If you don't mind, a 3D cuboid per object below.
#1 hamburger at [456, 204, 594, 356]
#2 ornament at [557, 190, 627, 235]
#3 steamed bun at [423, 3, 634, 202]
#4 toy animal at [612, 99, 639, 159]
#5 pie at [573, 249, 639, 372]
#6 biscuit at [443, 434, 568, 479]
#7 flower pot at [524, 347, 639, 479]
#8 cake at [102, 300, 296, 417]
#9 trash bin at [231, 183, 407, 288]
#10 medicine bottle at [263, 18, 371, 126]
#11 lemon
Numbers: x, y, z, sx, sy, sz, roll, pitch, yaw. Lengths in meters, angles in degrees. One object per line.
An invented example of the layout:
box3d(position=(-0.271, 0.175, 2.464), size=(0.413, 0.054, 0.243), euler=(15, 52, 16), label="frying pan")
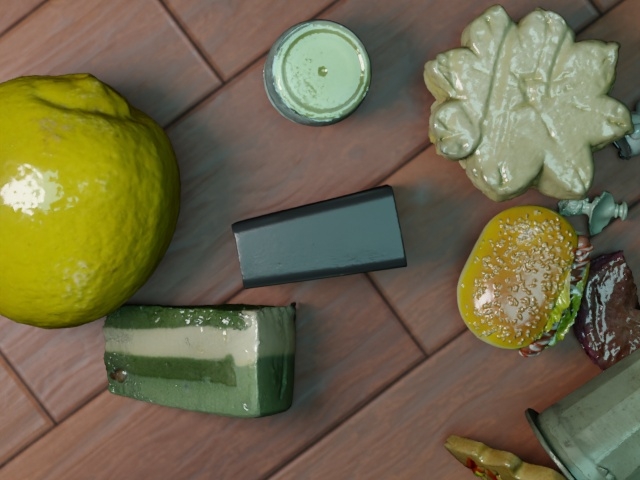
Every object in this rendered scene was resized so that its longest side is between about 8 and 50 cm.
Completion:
box3d(position=(0.292, 0.055, 1.796), size=(0.173, 0.116, 0.210), euler=(26, 92, 1), label="hamburger")
box3d(position=(0.399, -0.044, 1.830), size=(0.092, 0.041, 0.068), euler=(29, 115, -13), label="ornament")
box3d(position=(0.291, -0.184, 1.778), size=(0.295, 0.137, 0.292), euler=(-39, 88, -7), label="steamed bun")
box3d(position=(0.474, -0.177, 1.811), size=(0.124, 0.085, 0.071), euler=(-33, 75, -5), label="toy animal")
box3d(position=(0.476, 0.110, 1.832), size=(0.218, 0.054, 0.204), euler=(-12, 92, 0), label="pie")
box3d(position=(0.278, 0.343, 1.786), size=(0.238, 0.212, 0.041), euler=(24, 73, 24), label="biscuit")
box3d(position=(0.428, 0.264, 1.747), size=(0.202, 0.212, 0.212), euler=(-37, 93, 10), label="flower pot")
box3d(position=(-0.178, 0.163, 1.771), size=(0.283, 0.172, 0.158), euler=(2, 90, 1), label="cake")
box3d(position=(0.000, 0.000, 1.768), size=(0.225, 0.165, 0.115), euler=(-12, 93, 2), label="trash bin")
box3d(position=(-0.006, -0.233, 1.765), size=(0.147, 0.143, 0.147), euler=(0, 95, -5), label="medicine bottle")
box3d(position=(-0.351, -0.053, 1.682), size=(0.347, 0.348, 0.348), euler=(0, 93, -1), label="lemon")
